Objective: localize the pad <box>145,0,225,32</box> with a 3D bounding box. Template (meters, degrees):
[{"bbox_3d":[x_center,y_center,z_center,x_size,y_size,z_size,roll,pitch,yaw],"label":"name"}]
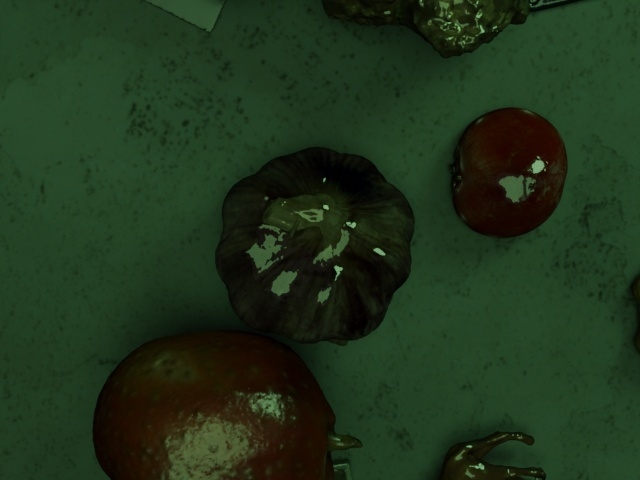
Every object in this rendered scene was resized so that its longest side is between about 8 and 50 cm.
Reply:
[{"bbox_3d":[-0.154,-0.392,1.108,0.170,0.006,0.245,25,99,-4],"label":"pad"}]

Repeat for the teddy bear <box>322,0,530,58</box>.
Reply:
[{"bbox_3d":[0.079,-0.338,1.010,0.222,0.246,0.296,-6,112,28],"label":"teddy bear"}]

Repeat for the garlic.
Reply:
[{"bbox_3d":[0.000,0.000,1.086,0.245,0.160,0.245,4,72,-12],"label":"garlic"}]

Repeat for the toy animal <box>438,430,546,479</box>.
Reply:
[{"bbox_3d":[0.170,0.351,1.218,0.229,0.066,0.224,-10,119,-8],"label":"toy animal"}]

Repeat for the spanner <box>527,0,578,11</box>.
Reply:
[{"bbox_3d":[0.341,-0.300,1.121,0.208,0.012,0.046,-11,101,2],"label":"spanner"}]

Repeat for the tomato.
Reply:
[{"bbox_3d":[0.226,-0.077,1.122,0.139,0.091,0.159,7,98,-2],"label":"tomato"}]

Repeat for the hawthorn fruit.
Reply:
[{"bbox_3d":[-0.101,0.231,1.092,0.299,0.275,0.275,-1,100,2],"label":"hawthorn fruit"}]

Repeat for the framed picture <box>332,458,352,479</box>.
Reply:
[{"bbox_3d":[-0.022,0.391,1.246,0.150,0.015,0.203,-8,101,2],"label":"framed picture"}]

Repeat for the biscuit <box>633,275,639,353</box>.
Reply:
[{"bbox_3d":[0.513,0.084,1.178,0.249,0.035,0.184,-8,101,1],"label":"biscuit"}]
